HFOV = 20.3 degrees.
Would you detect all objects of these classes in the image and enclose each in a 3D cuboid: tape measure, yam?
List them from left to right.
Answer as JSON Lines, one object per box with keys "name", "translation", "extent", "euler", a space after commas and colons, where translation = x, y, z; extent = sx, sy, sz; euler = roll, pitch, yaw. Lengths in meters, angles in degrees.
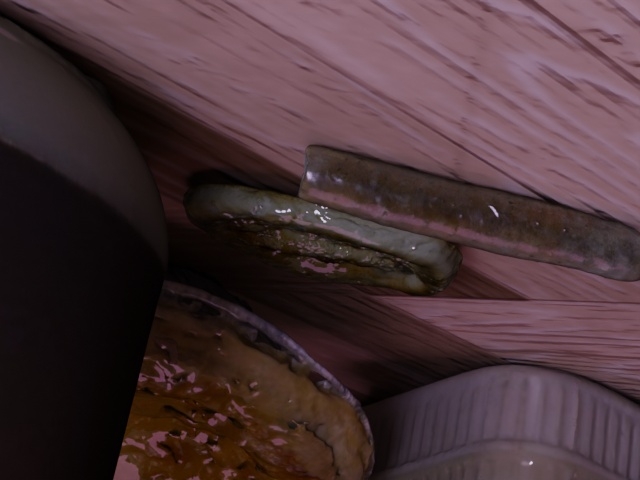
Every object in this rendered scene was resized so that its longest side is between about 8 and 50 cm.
{"name": "yam", "translation": [0.049, -0.007, 0.564], "extent": [0.116, 0.021, 0.021], "euler": [15, 166, -5]}
{"name": "tape measure", "translation": [0.123, 0.182, 0.922], "extent": [0.271, 0.133, 0.231], "euler": [25, 147, -29]}

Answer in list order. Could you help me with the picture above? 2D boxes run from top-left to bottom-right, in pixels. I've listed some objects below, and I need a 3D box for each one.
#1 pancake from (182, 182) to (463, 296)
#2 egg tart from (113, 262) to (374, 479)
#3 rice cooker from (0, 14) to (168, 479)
{"name": "pancake", "translation": [0.001, 0.000, 0.650], "extent": [0.108, 0.017, 0.108], "euler": [13, 171, 2]}
{"name": "egg tart", "translation": [-0.091, 0.075, 0.798], "extent": [0.234, 0.094, 0.234], "euler": [3, 141, 2]}
{"name": "rice cooker", "translation": [-0.228, 0.082, 0.532], "extent": [0.335, 0.325, 0.335], "euler": [12, 166, 3]}
